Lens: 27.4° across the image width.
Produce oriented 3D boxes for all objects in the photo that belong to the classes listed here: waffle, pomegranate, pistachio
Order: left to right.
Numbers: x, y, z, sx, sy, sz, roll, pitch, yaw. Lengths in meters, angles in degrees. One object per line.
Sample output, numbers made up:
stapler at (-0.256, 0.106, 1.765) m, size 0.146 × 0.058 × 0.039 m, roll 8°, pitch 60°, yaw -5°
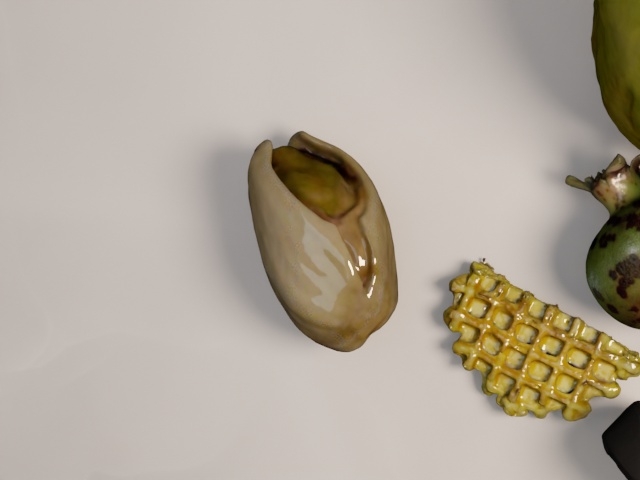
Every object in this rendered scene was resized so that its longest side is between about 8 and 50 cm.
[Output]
pistachio at (0.000, 0.000, 1.350) m, size 0.153 × 0.138 × 0.237 m, roll -27°, pitch 78°, yaw 51°
waffle at (0.216, 0.095, 1.322) m, size 0.161 × 0.046 × 0.192 m, roll -32°, pitch 80°, yaw 18°
pomegranate at (0.320, -0.001, 1.245) m, size 0.149 × 0.148 × 0.169 m, roll -12°, pitch 74°, yaw 18°

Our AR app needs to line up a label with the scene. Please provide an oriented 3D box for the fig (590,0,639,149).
fig at (0.384, -0.207, 1.114) m, size 0.343 × 0.343 × 0.343 m, roll 0°, pitch 89°, yaw 19°

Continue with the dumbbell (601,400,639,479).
dumbbell at (0.385, 0.160, 1.209) m, size 0.152 × 0.152 × 0.218 m, roll 44°, pitch 103°, yaw 14°
